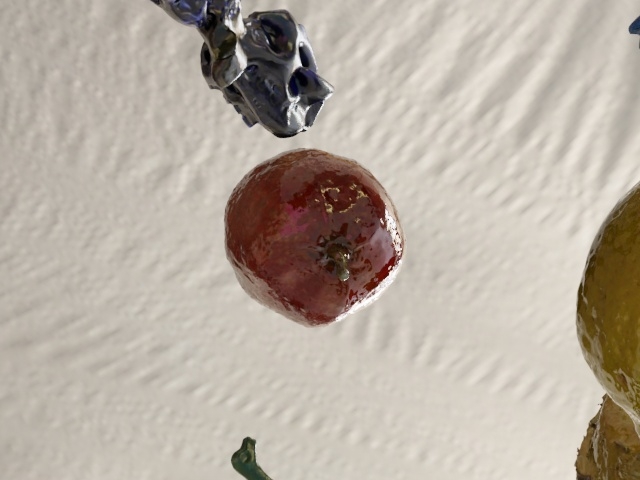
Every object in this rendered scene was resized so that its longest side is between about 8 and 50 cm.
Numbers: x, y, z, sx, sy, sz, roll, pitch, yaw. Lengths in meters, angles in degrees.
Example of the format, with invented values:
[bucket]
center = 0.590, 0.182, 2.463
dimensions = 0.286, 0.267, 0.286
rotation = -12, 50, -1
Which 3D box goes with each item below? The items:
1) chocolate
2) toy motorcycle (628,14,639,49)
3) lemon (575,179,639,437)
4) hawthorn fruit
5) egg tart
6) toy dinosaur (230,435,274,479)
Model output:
[chocolate]
center = -0.082, -0.198, 1.523
dimensions = 0.126, 0.148, 0.343
rotation = -8, -33, 18
[toy motorcycle]
center = 0.415, -0.231, 1.499
dimensions = 0.254, 0.135, 0.092
rotation = -30, -13, 28
[lemon]
center = 0.349, 0.046, 1.368
dimensions = 0.267, 0.267, 0.267
rotation = -18, -45, -19
[hawthorn fruit]
center = 0.000, 0.000, 1.749
dimensions = 0.205, 0.253, 0.205
rotation = -3, -79, -19
[egg tart]
center = 0.420, 0.225, 1.872
dimensions = 0.295, 0.295, 0.116
rotation = -36, -58, -1
[toy dinosaur]
center = 0.123, 0.351, 1.446
dimensions = 0.301, 0.447, 0.087
rotation = -7, -30, -32
